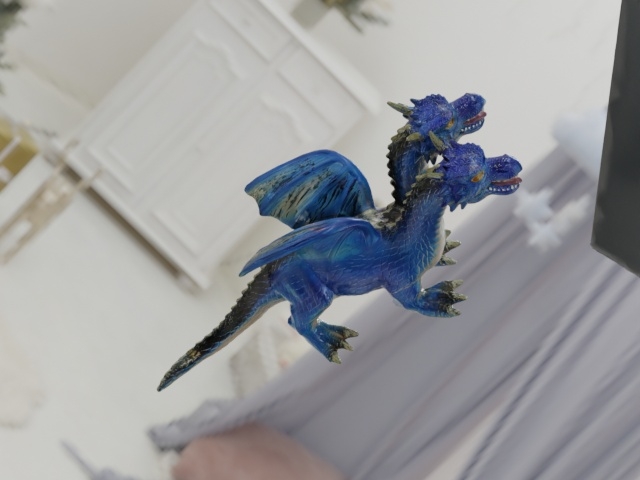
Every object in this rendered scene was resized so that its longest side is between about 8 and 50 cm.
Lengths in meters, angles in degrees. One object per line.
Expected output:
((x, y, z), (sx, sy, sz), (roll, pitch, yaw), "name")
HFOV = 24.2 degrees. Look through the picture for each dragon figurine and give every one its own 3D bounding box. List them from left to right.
((0.000, 0.000, 0.944), (0.144, 0.289, 0.085), (54, 26, -42), "dragon figurine")

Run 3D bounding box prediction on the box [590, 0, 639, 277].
((0.280, -0.111, 0.939), (0.103, 0.184, 0.261), (40, -39, 44), "box")
